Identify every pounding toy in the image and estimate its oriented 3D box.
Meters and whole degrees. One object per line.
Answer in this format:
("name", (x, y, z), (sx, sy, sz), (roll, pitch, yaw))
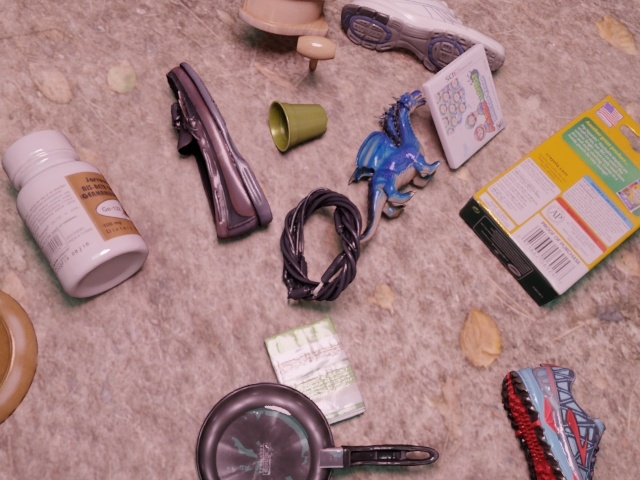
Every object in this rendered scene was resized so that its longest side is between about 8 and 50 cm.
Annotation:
("pounding toy", (-0.064, -0.378, 1.092), (0.154, 0.154, 0.269), (8, 39, -15))

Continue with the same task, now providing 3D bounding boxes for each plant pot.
("plant pot", (-0.033, -0.195, 1.072), (0.079, 0.083, 0.083), (-15, 73, -23))
("plant pot", (-0.525, 0.168, 0.914), (0.237, 0.032, 0.236), (2, 72, -6))

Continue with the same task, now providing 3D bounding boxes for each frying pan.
("frying pan", (-0.018, 0.322, 0.896), (0.326, 0.053, 0.197), (23, 82, 4))

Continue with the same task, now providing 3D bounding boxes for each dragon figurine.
("dragon figurine", (0.098, -0.117, 1.050), (0.144, 0.085, 0.289), (39, 71, 8))

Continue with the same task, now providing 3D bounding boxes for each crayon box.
("crayon box", (0.419, -0.070, 1.071), (0.323, 0.083, 0.203), (-36, 78, -15))

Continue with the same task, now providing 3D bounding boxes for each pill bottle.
("pill bottle", (-0.364, -0.043, 0.950), (0.131, 0.131, 0.229), (-32, 78, -15))

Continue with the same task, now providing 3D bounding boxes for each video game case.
("video game case", (0.242, -0.222, 1.079), (0.143, 0.019, 0.157), (-40, 122, -24))

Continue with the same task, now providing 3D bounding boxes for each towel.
("towel", (-0.010, 0.200, 0.968), (0.113, 0.023, 0.152), (-17, 72, -14))

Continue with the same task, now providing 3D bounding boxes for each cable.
("cable", (0.000, 0.000, 0.976), (0.047, 0.151, 0.184), (23, 64, -39))

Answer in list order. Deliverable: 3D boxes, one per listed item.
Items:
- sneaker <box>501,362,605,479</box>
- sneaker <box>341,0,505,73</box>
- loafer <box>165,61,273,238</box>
("sneaker", (0.365, 0.301, 0.929), (0.125, 0.104, 0.261), (-13, 73, -12))
("sneaker", (0.191, -0.384, 1.144), (0.297, 0.111, 0.129), (23, 64, 1))
("loafer", (-0.182, -0.143, 1.021), (0.095, 0.109, 0.302), (-28, 79, -10))
